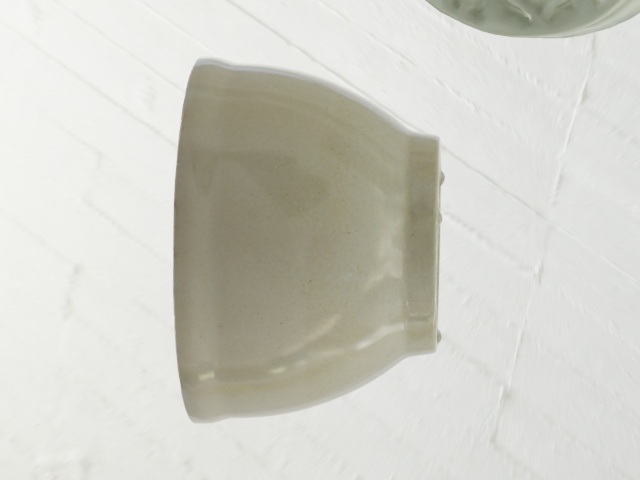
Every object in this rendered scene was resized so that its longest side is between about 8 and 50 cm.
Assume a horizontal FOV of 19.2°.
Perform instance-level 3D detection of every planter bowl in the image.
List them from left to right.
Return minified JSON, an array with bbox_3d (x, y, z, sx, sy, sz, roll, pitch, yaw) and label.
[{"bbox_3d":[0.000,0.000,0.834,0.109,0.162,0.162,0,-89,4],"label":"planter bowl"}]

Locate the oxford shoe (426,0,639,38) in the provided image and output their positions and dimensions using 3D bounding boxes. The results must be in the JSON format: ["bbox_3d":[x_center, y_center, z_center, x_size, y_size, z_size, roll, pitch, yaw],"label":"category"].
[{"bbox_3d":[0.054,-0.285,0.553,0.169,0.130,0.449,5,-64,35],"label":"oxford shoe"}]
